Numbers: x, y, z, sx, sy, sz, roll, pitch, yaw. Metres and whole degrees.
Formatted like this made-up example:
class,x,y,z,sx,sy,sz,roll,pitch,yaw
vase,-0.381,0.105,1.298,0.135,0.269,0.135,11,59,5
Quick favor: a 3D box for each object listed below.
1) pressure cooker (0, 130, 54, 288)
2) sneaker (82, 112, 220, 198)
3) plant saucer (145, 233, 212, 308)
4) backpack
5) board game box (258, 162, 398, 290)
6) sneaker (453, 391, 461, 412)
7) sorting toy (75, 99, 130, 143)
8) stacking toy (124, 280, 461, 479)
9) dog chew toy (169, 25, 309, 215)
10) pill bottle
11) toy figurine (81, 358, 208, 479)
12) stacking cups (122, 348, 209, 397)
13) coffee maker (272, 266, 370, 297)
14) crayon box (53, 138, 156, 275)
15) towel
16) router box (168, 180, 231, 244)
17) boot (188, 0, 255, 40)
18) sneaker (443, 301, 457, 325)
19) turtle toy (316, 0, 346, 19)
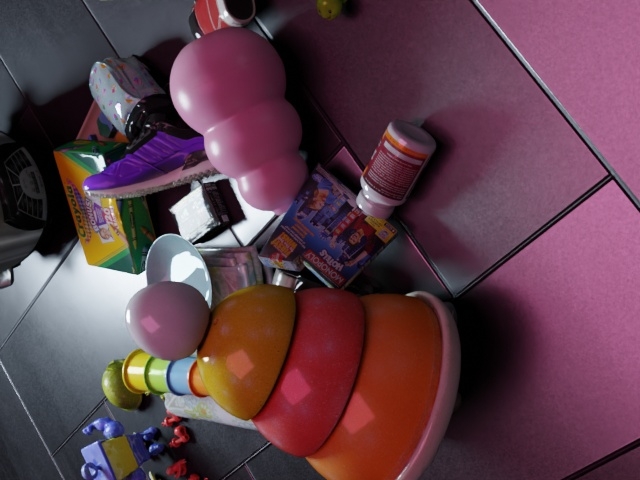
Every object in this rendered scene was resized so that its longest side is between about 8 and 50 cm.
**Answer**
class,x,y,z,sx,sy,sz,roll,pitch,yaw
pressure cooker,-0.837,-0.091,1.886,0.375,0.420,0.370,34,100,3
sneaker,-0.331,-0.172,1.599,0.293,0.102,0.146,-14,90,2
plant saucer,-0.268,0.080,1.596,0.195,0.037,0.195,10,106,38
backpack,-0.388,-0.299,1.662,0.182,0.115,0.152,53,129,19
board game box,0.000,0.000,1.393,0.194,0.060,0.194,-44,68,-7
sneaker,0.177,0.304,1.404,0.188,0.066,0.071,-21,104,44
sorting toy,-0.463,-0.198,1.791,0.208,0.038,0.193,49,125,18
stacking toy,-0.061,0.174,1.232,0.479,0.351,0.351,23,124,-17
dog chew toy,-0.128,-0.202,1.436,0.206,0.206,0.332,-22,95,39
pill bottle,0.119,-0.113,1.327,0.086,0.086,0.152,42,122,23
toy figurine,-0.442,0.449,1.811,0.191,0.217,0.363,-29,83,38
stacking cups,-0.256,0.261,1.595,0.316,0.096,0.096,-6,97,39
coffee maker,-0.029,0.142,1.467,0.171,0.120,0.178,28,109,33
crayon box,-0.456,-0.074,1.745,0.165,0.081,0.279,8,120,35
towel,-0.213,0.195,1.660,0.320,0.090,0.375,0,100,41
router box,-0.246,-0.053,1.656,0.122,0.038,0.092,-30,82,38
boot,-0.201,-0.488,1.498,0.176,0.088,0.244,-14,81,56
sneaker,0.188,0.170,1.361,0.061,0.053,0.152,23,114,35
turtle toy,0.023,-0.431,1.340,0.095,0.066,0.130,13,108,35
